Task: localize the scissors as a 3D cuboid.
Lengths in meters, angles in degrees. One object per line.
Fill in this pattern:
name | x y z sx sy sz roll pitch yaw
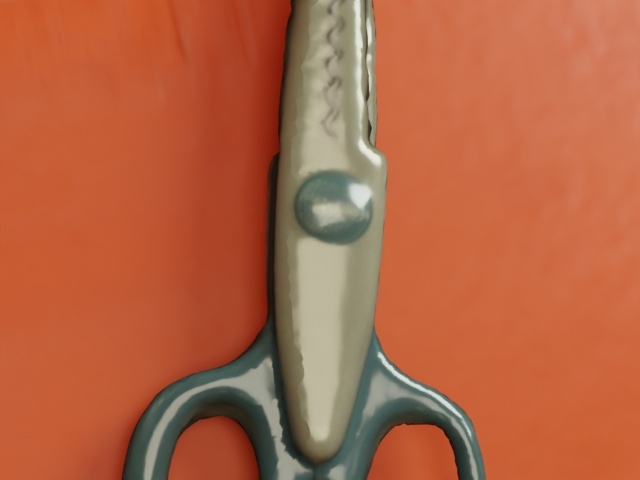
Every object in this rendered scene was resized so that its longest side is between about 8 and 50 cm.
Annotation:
scissors | 0.000 0.000 0.628 0.138 0.041 0.289 4 81 -6
